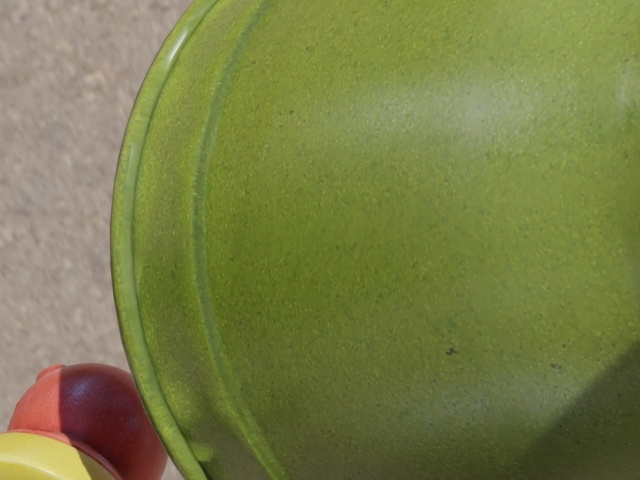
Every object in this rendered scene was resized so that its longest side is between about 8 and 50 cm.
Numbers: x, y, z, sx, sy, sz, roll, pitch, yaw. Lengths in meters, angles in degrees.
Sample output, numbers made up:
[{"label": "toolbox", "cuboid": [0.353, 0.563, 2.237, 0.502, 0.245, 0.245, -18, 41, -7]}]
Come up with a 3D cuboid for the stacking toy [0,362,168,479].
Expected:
[{"label": "stacking toy", "cuboid": [-0.252, 0.130, 1.079, 0.309, 0.279, 0.130, 31, 40, -3]}]

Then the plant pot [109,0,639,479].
[{"label": "plant pot", "cuboid": [0.146, -0.011, 0.786, 0.366, 0.353, 0.366, 3, 83, -28]}]
